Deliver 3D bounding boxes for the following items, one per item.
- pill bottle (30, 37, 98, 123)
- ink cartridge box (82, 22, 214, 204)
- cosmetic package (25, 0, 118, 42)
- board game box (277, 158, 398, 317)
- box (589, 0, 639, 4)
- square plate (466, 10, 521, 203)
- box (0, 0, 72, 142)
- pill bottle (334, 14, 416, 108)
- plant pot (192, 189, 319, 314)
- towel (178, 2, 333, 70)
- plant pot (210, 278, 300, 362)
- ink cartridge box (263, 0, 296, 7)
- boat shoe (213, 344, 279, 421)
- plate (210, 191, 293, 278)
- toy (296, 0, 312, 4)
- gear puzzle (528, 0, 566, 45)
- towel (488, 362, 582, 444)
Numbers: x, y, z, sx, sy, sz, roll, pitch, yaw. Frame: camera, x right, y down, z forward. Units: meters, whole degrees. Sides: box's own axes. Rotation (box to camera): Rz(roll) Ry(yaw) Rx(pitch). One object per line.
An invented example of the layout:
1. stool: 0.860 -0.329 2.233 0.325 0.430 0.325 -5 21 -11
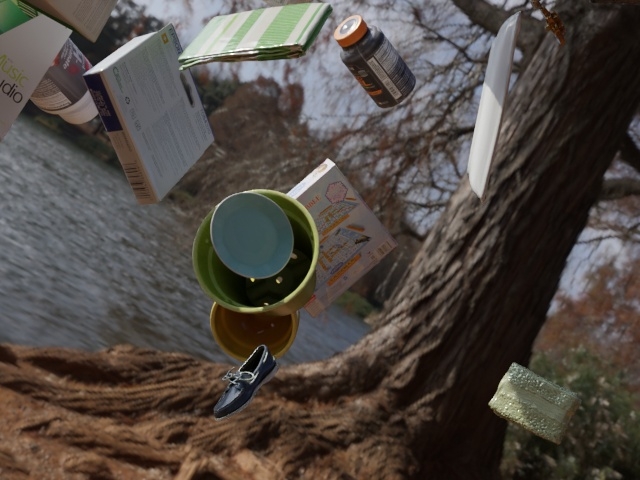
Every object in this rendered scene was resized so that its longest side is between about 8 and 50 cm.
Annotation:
1. pill bottle: -0.678 -0.429 1.779 0.176 0.176 0.318 29 -13 22
2. ink cartridge box: -0.391 -0.305 1.679 0.071 0.330 0.324 -5 -59 21
3. cosmetic package: -0.466 -0.478 1.157 0.197 0.155 0.365 30 1 -1
4. board game box: 0.000 0.000 1.919 0.318 0.318 0.066 50 -1 -28
5. box: 0.811 -0.702 1.476 0.471 0.297 0.480 10 1 24
6. square plate: 0.346 -0.256 1.434 0.049 0.347 0.344 12 9 11
7. box: -0.657 -0.387 1.408 0.058 0.322 0.232 7 -25 35
8. pill bottle: 0.138 -0.476 1.877 0.245 0.130 0.130 44 -11 -35
9. plant pot: -0.117 0.058 1.611 0.276 0.276 0.254 30 -11 18
10. towel: -0.150 -0.478 1.653 0.325 0.248 0.038 -1 -48 23
11. plant pot: -0.179 0.209 2.134 0.254 0.254 0.239 31 16 -2
12. ink cartridge box: -0.149 -0.760 1.782 0.296 0.261 0.066 32 21 9
13. boat shoe: -0.194 0.358 1.795 0.095 0.254 0.079 -12 -70 40
14. plate: -0.144 -0.009 1.478 0.188 0.188 0.024 32 -28 -17
15. toy: -0.041 -0.734 1.985 0.137 0.237 0.056 32 35 -58
16. gear puzzle: 0.380 -0.514 1.317 0.339 0.044 0.175 58 21 -9
17. towel: 0.407 0.310 1.351 0.148 0.110 0.027 26 -8 29
